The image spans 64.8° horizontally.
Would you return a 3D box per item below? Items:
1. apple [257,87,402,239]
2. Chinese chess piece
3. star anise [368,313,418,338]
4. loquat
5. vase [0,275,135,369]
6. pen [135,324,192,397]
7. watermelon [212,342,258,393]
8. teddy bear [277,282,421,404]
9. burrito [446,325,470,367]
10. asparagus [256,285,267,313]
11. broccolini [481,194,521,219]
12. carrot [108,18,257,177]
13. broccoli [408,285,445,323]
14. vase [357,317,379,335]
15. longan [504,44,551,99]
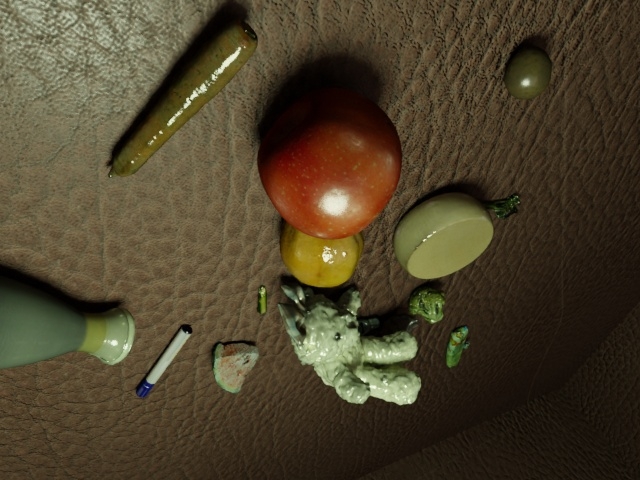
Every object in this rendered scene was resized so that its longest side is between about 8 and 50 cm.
[{"bbox_3d":[0.017,-0.137,0.890,0.216,0.260,0.260,36,109,-25],"label":"apple"},{"bbox_3d":[0.323,-0.009,1.342,0.273,0.102,0.273,-14,143,-11],"label":"Chinese chess piece"},{"bbox_3d":[0.209,0.325,1.660,0.236,0.109,0.223,-45,166,-5],"label":"star anise"},{"bbox_3d":[0.000,0.000,1.092,0.176,0.187,0.234,-54,157,-51],"label":"loquat"},{"bbox_3d":[-0.520,0.163,0.950,0.173,0.173,0.321,-45,147,17],"label":"vase"},{"bbox_3d":[-0.400,0.311,1.290,0.033,0.033,0.269,15,123,-43],"label":"pen"},{"bbox_3d":[-0.237,0.337,1.407,0.139,0.071,0.187,-29,135,-15],"label":"watermelon"},{"bbox_3d":[0.091,0.256,1.331,0.376,0.327,0.362,2,139,4],"label":"teddy bear"},{"bbox_3d":[0.569,0.432,2.067,0.104,0.054,0.288,-22,140,-16],"label":"burrito"},{"bbox_3d":[-0.150,0.156,1.293,0.025,0.021,0.108,-13,139,-20],"label":"asparagus"},{"bbox_3d":[0.464,-0.099,1.426,0.254,0.071,0.057,2,174,-27],"label":"broccolini"},{"bbox_3d":[-0.228,-0.212,0.798,0.342,0.070,0.070,-39,142,20],"label":"carrot"},{"bbox_3d":[0.341,0.204,1.600,0.130,0.120,0.131,-17,166,-28],"label":"broccoli"},{"bbox_3d":[0.090,0.279,1.564,0.211,0.060,0.060,-13,139,-23],"label":"vase"},{"bbox_3d":[0.441,-0.355,1.067,0.113,0.092,0.113,-16,117,-33],"label":"longan"}]
